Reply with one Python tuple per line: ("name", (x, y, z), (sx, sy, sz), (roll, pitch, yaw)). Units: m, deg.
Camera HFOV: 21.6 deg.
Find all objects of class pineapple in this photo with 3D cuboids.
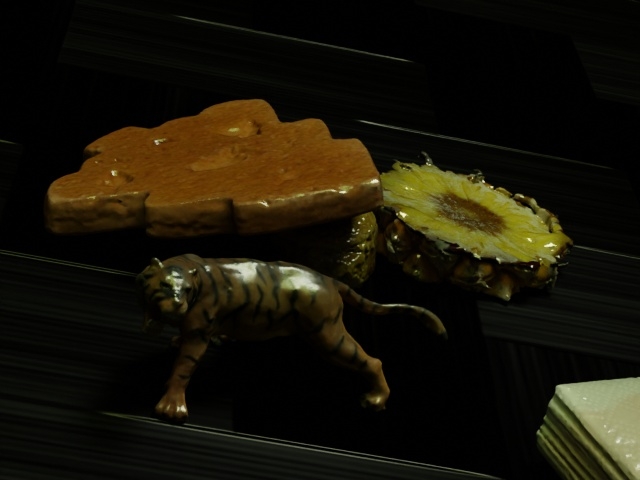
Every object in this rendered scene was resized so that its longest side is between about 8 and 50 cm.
("pineapple", (0.127, -0.013, 1.501), (0.221, 0.047, 0.221), (14, 26, -7))

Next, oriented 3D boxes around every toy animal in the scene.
("toy animal", (-0.025, 0.052, 1.221), (0.255, 0.116, 0.114), (0, 31, -27))

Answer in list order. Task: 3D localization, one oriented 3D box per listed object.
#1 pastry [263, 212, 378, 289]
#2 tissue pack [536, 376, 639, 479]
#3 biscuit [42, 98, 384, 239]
("pastry", (0.000, 0.000, 1.402), (0.097, 0.057, 0.109), (-13, 34, -32))
("tissue pack", (0.297, 0.206, 1.122), (0.170, 0.071, 0.325), (1, 29, -27))
("biscuit", (-0.074, -0.050, 1.399), (0.306, 0.043, 0.284), (12, 28, 37))
